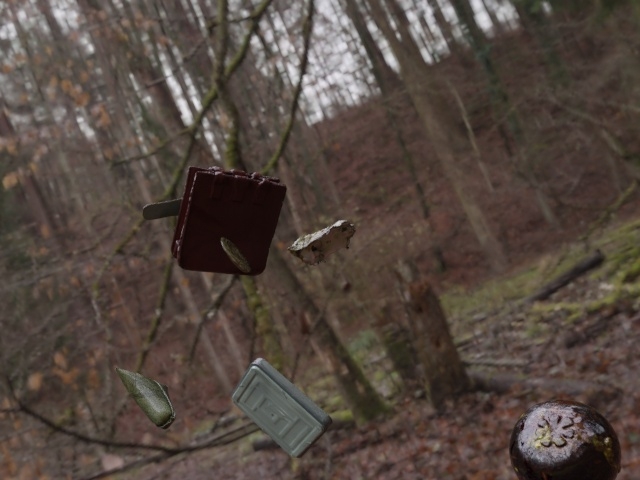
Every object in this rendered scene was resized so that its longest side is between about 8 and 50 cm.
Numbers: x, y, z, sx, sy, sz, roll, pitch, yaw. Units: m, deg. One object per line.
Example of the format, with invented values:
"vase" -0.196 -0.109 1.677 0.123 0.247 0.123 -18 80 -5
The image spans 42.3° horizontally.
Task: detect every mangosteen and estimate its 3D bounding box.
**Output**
"mangosteen" 0.445 0.392 1.491 0.192 0.192 0.217 -24 -45 9

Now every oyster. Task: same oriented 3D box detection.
"oyster" 0.004 0.003 2.269 0.209 0.072 0.133 -37 -32 -17

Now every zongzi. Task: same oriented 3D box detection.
"zongzi" -0.310 0.275 1.456 0.052 0.113 0.104 -47 34 1

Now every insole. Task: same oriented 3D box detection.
"insole" -0.365 -0.082 2.131 0.188 0.064 0.004 -9 32 -22

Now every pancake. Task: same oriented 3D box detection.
"pancake" -0.206 0.034 2.008 0.011 0.115 0.115 -36 -9 8

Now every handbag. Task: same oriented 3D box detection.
"handbag" -0.238 -0.049 2.141 0.260 0.275 0.084 5 21 -24

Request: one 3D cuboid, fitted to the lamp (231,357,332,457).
"lamp" -0.113 0.463 2.266 0.047 0.266 0.269 -43 -9 -37
